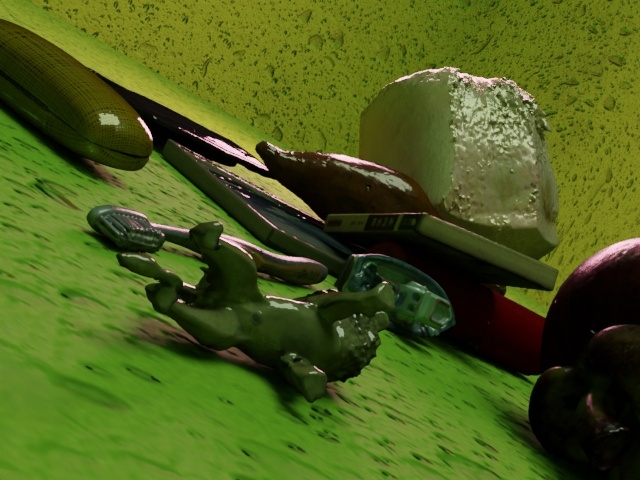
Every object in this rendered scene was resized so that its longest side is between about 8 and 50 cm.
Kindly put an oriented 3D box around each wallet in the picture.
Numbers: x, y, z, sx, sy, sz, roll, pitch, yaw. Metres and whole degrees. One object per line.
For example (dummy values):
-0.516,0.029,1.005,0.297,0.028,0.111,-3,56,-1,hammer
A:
-0.209,-0.159,1.278,0.247,0.041,0.323,26,4,-45,wallet

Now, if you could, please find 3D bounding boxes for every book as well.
0.116,0.010,1.007,0.161,0.026,0.231,21,-7,-20,book

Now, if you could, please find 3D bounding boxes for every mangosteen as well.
0.260,0.112,0.746,0.215,0.215,0.257,33,37,19,mangosteen

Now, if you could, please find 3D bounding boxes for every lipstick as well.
0.148,0.074,1.016,0.280,0.073,0.073,26,8,-40,lipstick

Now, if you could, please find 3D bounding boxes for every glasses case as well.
-0.225,-0.126,0.813,0.234,0.064,0.079,36,15,32,glasses case

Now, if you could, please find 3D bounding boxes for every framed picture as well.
0.000,0.000,1.111,0.335,0.022,0.247,27,8,-41,framed picture

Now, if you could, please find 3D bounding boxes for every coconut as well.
0.198,-0.067,1.410,0.298,0.309,0.297,-3,-16,-1,coconut

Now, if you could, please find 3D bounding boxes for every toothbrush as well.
-0.063,0.009,0.705,0.031,0.023,0.321,41,10,21,toothbrush

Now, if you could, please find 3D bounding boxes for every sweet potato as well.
0.079,-0.038,1.224,0.359,0.112,0.112,27,7,-12,sweet potato

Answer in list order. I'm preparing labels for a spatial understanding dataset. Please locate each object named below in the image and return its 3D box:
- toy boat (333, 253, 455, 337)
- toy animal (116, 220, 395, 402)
0.077,0.053,0.859,0.140,0.059,0.066,28,-6,-42,toy boat
-0.021,0.039,0.481,0.086,0.069,0.220,10,-13,33,toy animal
